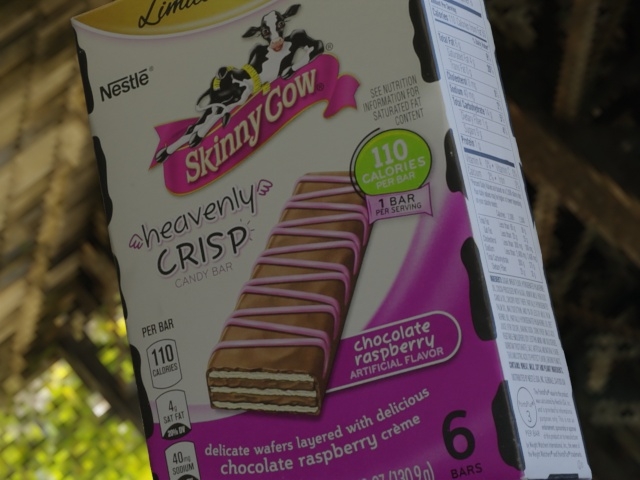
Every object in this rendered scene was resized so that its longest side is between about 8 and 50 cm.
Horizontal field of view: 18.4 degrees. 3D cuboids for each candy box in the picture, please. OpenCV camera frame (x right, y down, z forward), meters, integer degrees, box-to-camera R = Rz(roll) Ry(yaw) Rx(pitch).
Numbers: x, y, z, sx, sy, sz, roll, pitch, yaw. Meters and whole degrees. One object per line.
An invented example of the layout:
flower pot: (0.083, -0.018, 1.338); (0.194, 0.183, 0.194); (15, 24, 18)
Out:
candy box: (0.000, 0.000, 0.782); (0.159, 0.071, 0.233); (-18, -105, 26)
